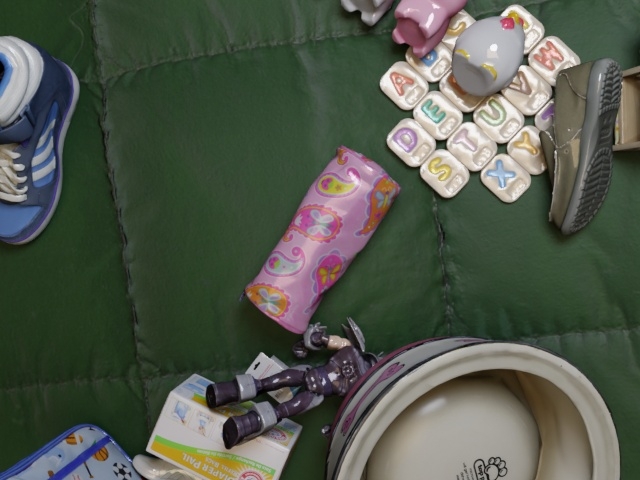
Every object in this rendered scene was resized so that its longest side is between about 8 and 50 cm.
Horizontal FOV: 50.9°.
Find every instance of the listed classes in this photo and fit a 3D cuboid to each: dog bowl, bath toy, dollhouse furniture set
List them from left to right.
[{"bbox_3d":[0.151,-0.353,0.956,0.348,0.151,0.129,39,73,8],"label":"bath toy"},{"bbox_3d":[0.188,0.312,0.920,0.408,0.150,0.408,-2,100,-14],"label":"dog bowl"},{"bbox_3d":[0.503,-0.220,0.952,0.161,0.101,0.182,-2,92,-16],"label":"dollhouse furniture set"}]

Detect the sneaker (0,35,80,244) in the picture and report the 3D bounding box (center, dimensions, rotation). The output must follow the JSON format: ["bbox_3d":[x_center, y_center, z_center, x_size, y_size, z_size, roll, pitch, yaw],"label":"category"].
[{"bbox_3d":[-0.489,-0.146,1.016,0.130,0.236,0.323,19,95,8],"label":"sneaker"}]

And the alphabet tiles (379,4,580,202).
[{"bbox_3d":[0.242,-0.206,1.011,0.278,0.021,0.284,44,98,5],"label":"alphabet tiles"}]

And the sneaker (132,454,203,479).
[{"bbox_3d":[-0.230,0.371,1.098,0.152,0.054,0.061,18,86,1],"label":"sneaker"}]

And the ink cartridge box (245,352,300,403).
[{"bbox_3d":[-0.072,0.218,1.074,0.083,0.028,0.048,38,97,5],"label":"ink cartridge box"}]

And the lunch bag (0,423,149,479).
[{"bbox_3d":[-0.371,0.408,0.991,0.115,0.303,0.243,-44,85,12],"label":"lunch bag"}]

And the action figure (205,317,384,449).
[{"bbox_3d":[-0.018,0.216,1.000,0.285,0.099,0.185,-11,58,-24],"label":"action figure"}]

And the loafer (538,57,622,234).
[{"bbox_3d":[0.363,-0.133,0.962,0.087,0.094,0.251,20,111,44],"label":"loafer"}]

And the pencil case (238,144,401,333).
[{"bbox_3d":[0.000,0.000,1.011,0.124,0.124,0.284,34,98,6],"label":"pencil case"}]

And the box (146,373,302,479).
[{"bbox_3d":[-0.145,0.308,1.047,0.203,0.114,0.103,24,97,6],"label":"box"}]
